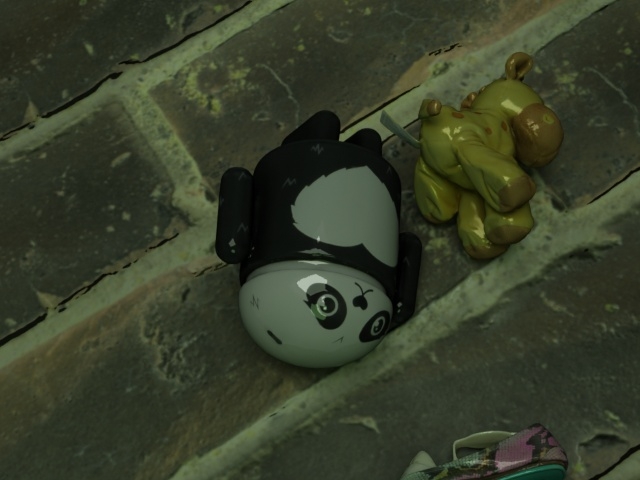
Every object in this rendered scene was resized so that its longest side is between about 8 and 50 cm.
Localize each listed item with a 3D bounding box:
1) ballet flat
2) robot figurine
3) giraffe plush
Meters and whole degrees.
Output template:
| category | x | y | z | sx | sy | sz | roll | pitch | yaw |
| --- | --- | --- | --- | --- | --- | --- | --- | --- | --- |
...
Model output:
| category | x | y | z | sx | sy | sz | roll | pitch | yaw |
| --- | --- | --- | --- | --- | --- | --- | --- | --- | --- |
| ballet flat | 0.143 | 0.243 | 1.093 | 0.221 | 0.077 | 0.079 | -18 | 45 | -9 |
| robot figurine | 0.003 | 0.000 | 1.161 | 0.209 | 0.174 | 0.278 | 2 | 63 | 8 |
| giraffe plush | 0.198 | -0.110 | 1.212 | 0.170 | 0.181 | 0.210 | -35 | 83 | -25 |
